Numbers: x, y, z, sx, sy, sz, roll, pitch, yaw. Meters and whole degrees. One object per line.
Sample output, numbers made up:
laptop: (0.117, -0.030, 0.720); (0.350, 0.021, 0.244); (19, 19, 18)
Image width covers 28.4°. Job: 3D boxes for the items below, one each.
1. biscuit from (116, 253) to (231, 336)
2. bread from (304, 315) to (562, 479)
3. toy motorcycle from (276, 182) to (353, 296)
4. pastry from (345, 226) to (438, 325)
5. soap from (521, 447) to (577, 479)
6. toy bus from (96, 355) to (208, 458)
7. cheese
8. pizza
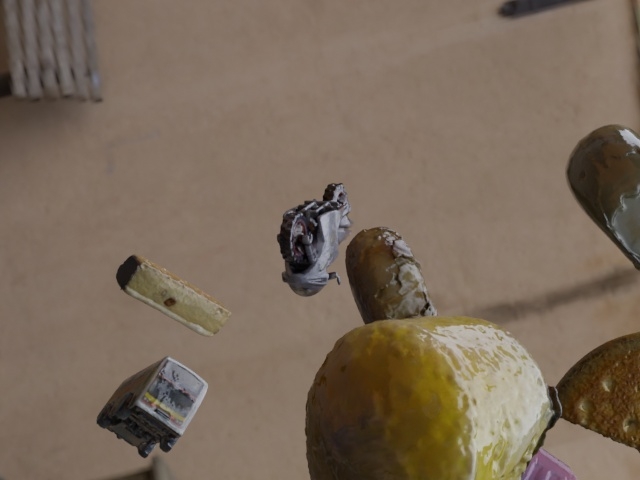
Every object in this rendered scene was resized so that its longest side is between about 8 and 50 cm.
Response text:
biscuit: (-0.213, 0.082, 1.828); (0.188, 0.056, 0.052); (33, 2, -38)
bread: (0.082, 0.157, 1.026); (0.197, 0.170, 0.197); (10, -77, 49)
toy motorcycle: (0.000, 0.000, 1.714); (0.215, 0.080, 0.122); (-38, 128, -62)
pastry: (0.076, 0.057, 1.373); (0.153, 0.081, 0.153); (-22, 90, -87)
soap: (0.261, 0.309, 1.538); (0.149, 0.100, 0.056); (36, -19, 5)
toy bus: (-0.232, 0.227, 1.728); (0.092, 0.106, 0.268); (36, -23, -10)
cheese: (0.328, -0.044, 1.293); (0.175, 0.091, 0.202); (44, 18, -4)
pizza: (0.464, 0.225, 1.793); (0.058, 0.292, 0.197); (-25, 91, -81)
